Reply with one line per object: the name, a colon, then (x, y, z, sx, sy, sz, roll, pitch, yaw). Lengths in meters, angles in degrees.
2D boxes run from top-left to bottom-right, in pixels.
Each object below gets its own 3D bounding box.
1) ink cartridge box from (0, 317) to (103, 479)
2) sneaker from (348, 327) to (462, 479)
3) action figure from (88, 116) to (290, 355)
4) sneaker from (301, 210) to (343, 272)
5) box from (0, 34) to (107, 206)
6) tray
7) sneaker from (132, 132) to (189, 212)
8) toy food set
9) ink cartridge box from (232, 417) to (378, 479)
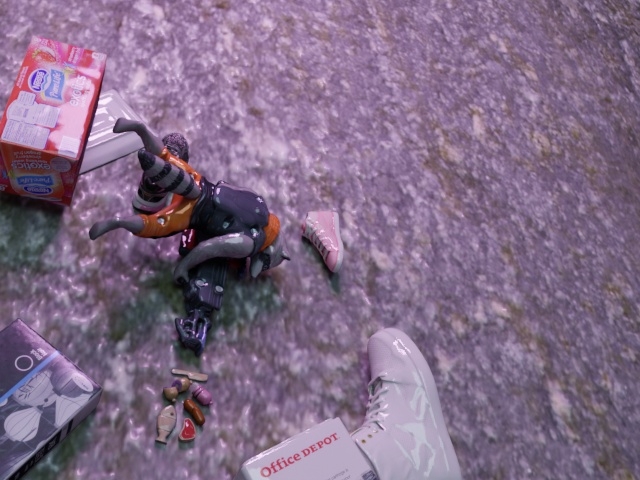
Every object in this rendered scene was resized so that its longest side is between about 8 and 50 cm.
ink cartridge box: (-0.457, 0.259, 1.087, 0.165, 0.065, 0.333, 38, 49, 7)
sneaker: (0.093, 0.269, 1.294, 0.169, 0.108, 0.293, -2, 56, -29)
action figure: (-0.187, -0.010, 1.327, 0.330, 0.178, 0.341, 23, 49, -34)
sneaker: (0.000, 0.000, 1.505, 0.070, 0.051, 0.134, 8, 48, -16)
box: (-0.438, -0.197, 1.372, 0.128, 0.123, 0.257, 13, 50, -15)
tray: (-0.428, -0.187, 1.474, 0.270, 0.030, 0.145, -31, 70, -38)
sneaker: (-0.267, -0.130, 1.468, 0.072, 0.077, 0.178, 20, 48, -10)
toy food set: (-0.197, 0.244, 1.242, 0.077, 0.019, 0.122, 13, 50, -15)
ink cartridge box: (0.005, 0.391, 1.161, 0.172, 0.100, 0.237, -20, 65, -34)
